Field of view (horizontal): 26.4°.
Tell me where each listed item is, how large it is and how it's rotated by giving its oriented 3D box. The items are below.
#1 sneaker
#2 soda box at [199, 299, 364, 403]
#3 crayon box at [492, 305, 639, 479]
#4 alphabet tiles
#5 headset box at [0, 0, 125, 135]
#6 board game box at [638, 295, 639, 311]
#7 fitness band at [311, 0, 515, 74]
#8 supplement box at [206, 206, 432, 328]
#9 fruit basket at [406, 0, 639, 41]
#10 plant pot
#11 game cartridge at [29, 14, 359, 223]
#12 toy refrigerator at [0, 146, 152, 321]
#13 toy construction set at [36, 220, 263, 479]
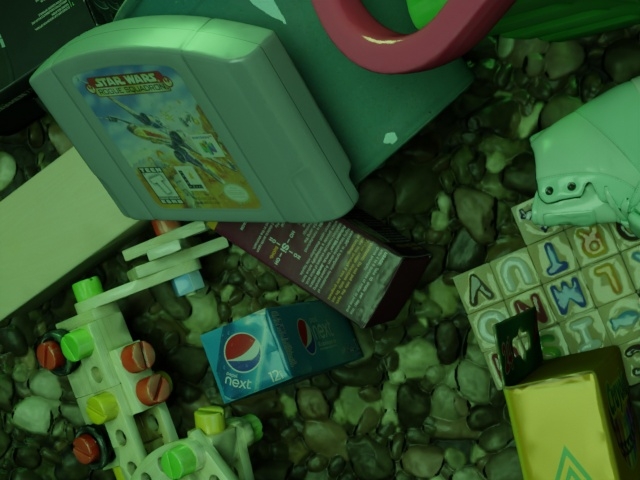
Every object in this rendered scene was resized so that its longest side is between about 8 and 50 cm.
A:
[{"bbox_3d":[0.273,-0.010,1.199,0.151,0.094,0.256,-25,61,12],"label":"sneaker"},{"bbox_3d":[-0.031,0.099,1.270,0.071,0.210,0.067,-23,82,18],"label":"soda box"},{"bbox_3d":[0.234,0.212,1.174,0.081,0.202,0.318,-13,89,18],"label":"crayon box"},{"bbox_3d":[0.252,0.044,1.277,0.237,0.009,0.198,-24,83,18],"label":"alphabet tiles"},{"bbox_3d":[-0.320,-0.265,1.393,0.246,0.131,0.283,-28,82,27],"label":"headset box"},{"bbox_3d":[0.383,0.118,1.203,0.193,0.045,0.146,-1,94,18],"label":"board game box"},{"bbox_3d":[0.076,-0.253,0.983,0.209,0.054,0.291,57,136,19],"label":"fitness band"},{"bbox_3d":[0.000,0.000,1.316,0.188,0.104,0.081,33,101,17],"label":"supplement box"},{"bbox_3d":[0.251,-0.330,1.087,0.392,0.392,0.283,-23,82,18],"label":"fruit basket"},{"bbox_3d":[-0.004,-0.184,1.249,0.272,0.271,0.255,-41,92,15],"label":"plant pot"},{"bbox_3d":[-0.123,-0.102,1.189,0.297,0.198,0.062,1,48,43],"label":"game cartridge"},{"bbox_3d":[-0.242,-0.034,1.411,0.269,0.094,0.102,-35,86,17],"label":"toy refrigerator"},{"bbox_3d":[-0.161,0.138,1.349,0.215,0.151,0.327,-22,74,43],"label":"toy construction set"}]
